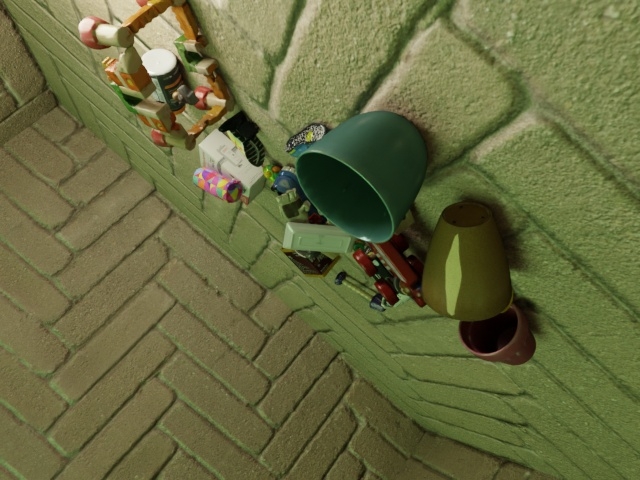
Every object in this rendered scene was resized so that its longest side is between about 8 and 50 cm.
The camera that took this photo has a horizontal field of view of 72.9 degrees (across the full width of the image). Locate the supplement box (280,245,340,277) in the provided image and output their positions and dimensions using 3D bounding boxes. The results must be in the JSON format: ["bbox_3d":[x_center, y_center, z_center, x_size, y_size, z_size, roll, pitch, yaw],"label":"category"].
[{"bbox_3d":[-0.049,0.060,2.010,0.194,0.129,0.191,47,159,-17],"label":"supplement box"}]

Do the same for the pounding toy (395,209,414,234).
[{"bbox_3d":[0.215,-0.108,1.281,0.130,0.100,0.141,38,162,51],"label":"pounding toy"}]

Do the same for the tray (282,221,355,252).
[{"bbox_3d":[0.000,0.000,1.622,0.271,0.030,0.145,4,137,-9],"label":"tray"}]

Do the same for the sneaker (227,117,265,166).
[{"bbox_3d":[-0.287,-0.373,1.648,0.208,0.082,0.094,58,161,-23],"label":"sneaker"}]

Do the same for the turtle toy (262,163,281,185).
[{"bbox_3d":[-0.171,-0.247,1.691,0.130,0.066,0.095,53,-177,-28],"label":"turtle toy"}]

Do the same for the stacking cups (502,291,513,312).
[{"bbox_3d":[0.443,0.154,1.382,0.096,0.096,0.316,51,158,-24],"label":"stacking cups"}]

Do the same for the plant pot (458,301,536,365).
[{"bbox_3d":[0.563,0.295,1.345,0.180,0.201,0.201,36,165,-30],"label":"plant pot"}]

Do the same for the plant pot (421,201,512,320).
[{"bbox_3d":[0.374,0.036,1.124,0.237,0.237,0.254,23,139,41],"label":"plant pot"}]

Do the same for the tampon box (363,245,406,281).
[{"bbox_3d":[0.241,0.087,1.591,0.161,0.101,0.121,49,158,-18],"label":"tampon box"}]

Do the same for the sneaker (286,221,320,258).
[{"bbox_3d":[-0.091,-0.057,1.803,0.281,0.107,0.162,54,164,44],"label":"sneaker"}]

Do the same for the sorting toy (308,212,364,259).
[{"bbox_3d":[0.032,-0.014,1.690,0.275,0.046,0.132,32,121,-21],"label":"sorting toy"}]

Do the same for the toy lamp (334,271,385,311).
[{"bbox_3d":[0.193,0.244,2.034,0.275,0.080,0.080,31,157,29],"label":"toy lamp"}]

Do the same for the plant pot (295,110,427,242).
[{"bbox_3d":[0.124,-0.178,1.072,0.293,0.235,0.293,36,160,15],"label":"plant pot"}]

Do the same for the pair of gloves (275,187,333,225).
[{"bbox_3d":[-0.028,-0.121,1.557,0.241,0.042,0.204,-19,128,16],"label":"pair of gloves"}]

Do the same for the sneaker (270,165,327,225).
[{"bbox_3d":[-0.087,-0.124,1.682,0.130,0.147,0.330,15,149,51],"label":"sneaker"}]

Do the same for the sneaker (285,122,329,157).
[{"bbox_3d":[-0.024,-0.305,1.345,0.082,0.069,0.209,16,165,-33],"label":"sneaker"}]

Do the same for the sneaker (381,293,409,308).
[{"bbox_3d":[0.317,0.235,1.784,0.085,0.086,0.237,41,158,5],"label":"sneaker"}]

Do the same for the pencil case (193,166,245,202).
[{"bbox_3d":[-0.423,-0.233,1.795,0.237,0.104,0.104,24,154,31],"label":"pencil case"}]

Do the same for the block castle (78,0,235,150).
[{"bbox_3d":[-0.499,-0.532,1.372,0.213,0.302,0.453,21,153,29],"label":"block castle"}]

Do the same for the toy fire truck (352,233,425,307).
[{"bbox_3d":[0.246,0.096,1.372,0.302,0.169,0.254,52,180,-9],"label":"toy fire truck"}]

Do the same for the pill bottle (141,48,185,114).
[{"bbox_3d":[-0.582,-0.587,1.644,0.131,0.130,0.245,37,160,12],"label":"pill bottle"}]

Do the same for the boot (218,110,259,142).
[{"bbox_3d":[-0.288,-0.393,1.539,0.099,0.121,0.045,51,161,-7],"label":"boot"}]

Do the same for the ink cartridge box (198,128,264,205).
[{"bbox_3d":[-0.377,-0.310,1.859,0.283,0.117,0.207,40,160,1],"label":"ink cartridge box"}]
